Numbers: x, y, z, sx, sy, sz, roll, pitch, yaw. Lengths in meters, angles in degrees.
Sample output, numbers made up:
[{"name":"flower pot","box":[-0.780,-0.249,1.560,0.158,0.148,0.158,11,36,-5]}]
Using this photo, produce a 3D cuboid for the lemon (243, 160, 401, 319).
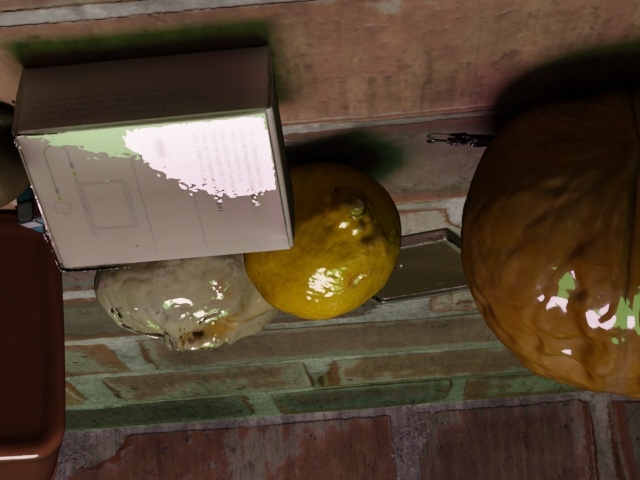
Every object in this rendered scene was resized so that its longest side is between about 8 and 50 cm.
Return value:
[{"name":"lemon","box":[0.000,0.000,1.735,0.188,0.188,0.256,3,164,-23]}]

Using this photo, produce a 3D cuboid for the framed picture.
[{"name":"framed picture","box":[0.138,0.046,2.231,0.232,0.024,0.315,-10,162,21]}]

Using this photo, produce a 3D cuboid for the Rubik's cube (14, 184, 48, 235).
[{"name":"Rubik's cube","box":[-0.277,-0.059,1.622,0.092,0.092,0.092,-11,163,22]}]

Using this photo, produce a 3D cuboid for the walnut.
[{"name":"walnut","box":[0.331,0.006,1.591,0.353,0.308,0.398,-8,150,7]}]

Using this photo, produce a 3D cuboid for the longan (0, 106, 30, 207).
[{"name":"longan","box":[-0.348,-0.088,1.518,0.106,0.106,0.119,10,117,-40]}]

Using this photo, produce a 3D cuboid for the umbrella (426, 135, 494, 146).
[{"name":"umbrella","box":[0.182,-0.114,1.692,0.122,0.013,0.022,-1,176,-16]}]

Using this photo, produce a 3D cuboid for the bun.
[{"name":"bun","box":[-0.171,0.081,2.050,0.287,0.146,0.287,-5,166,-1]}]

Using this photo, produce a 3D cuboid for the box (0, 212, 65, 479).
[{"name":"box","box":[-0.452,0.147,1.871,0.239,0.340,0.229,0,160,-15]}]

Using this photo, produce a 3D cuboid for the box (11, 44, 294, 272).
[{"name":"box","box":[-0.159,-0.077,1.444,0.251,0.106,0.203,-5,138,4]}]
